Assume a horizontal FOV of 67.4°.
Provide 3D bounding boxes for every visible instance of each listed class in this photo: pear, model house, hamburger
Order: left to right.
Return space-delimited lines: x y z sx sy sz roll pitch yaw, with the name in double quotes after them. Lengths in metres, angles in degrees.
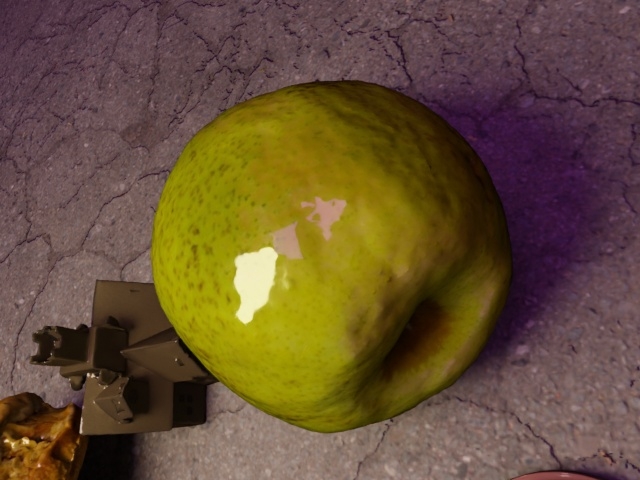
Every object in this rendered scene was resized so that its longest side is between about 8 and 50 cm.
-0.438 0.378 0.667 0.289 0.170 0.314 -99 28 -65 "hamburger"
-0.263 0.159 0.672 0.205 0.243 0.211 -15 65 21 "model house"
0.000 0.000 0.537 0.392 0.391 0.390 -9 68 23 "pear"

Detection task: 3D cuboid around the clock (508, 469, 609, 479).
0.249 0.352 0.457 0.245 0.056 0.244 -8 70 24 "clock"
